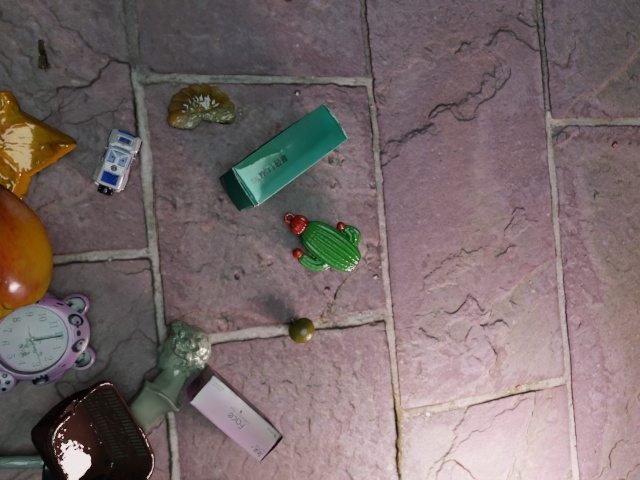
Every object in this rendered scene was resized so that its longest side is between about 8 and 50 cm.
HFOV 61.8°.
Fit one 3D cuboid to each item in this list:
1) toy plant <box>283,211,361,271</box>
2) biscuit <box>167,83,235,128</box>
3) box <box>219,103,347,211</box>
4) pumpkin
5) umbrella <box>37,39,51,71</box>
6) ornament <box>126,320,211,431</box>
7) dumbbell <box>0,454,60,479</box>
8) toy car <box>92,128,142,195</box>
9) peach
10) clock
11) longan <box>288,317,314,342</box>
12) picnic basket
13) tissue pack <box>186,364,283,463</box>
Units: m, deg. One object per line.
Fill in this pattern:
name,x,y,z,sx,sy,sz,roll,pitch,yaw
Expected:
toy plant,0.002,0.014,1.511,0.240,0.088,0.155,9,101,-12
biscuit,-0.319,-0.359,1.414,0.183,0.061,0.118,-14,93,-19
box,-0.104,-0.215,1.412,0.311,0.205,0.118,-39,100,-16
pumpkin,-0.765,-0.220,1.231,0.290,0.095,0.258,39,83,-19
umbrella,-0.680,-0.451,1.309,0.031,0.020,0.083,-10,93,20
ornament,-0.379,0.346,1.352,0.130,0.120,0.285,30,81,-19
dumbbell,-0.706,0.516,1.244,0.191,0.100,0.100,6,87,-18
toy car,-0.510,-0.194,1.337,0.080,0.070,0.171,21,82,-19
peach,-0.715,0.014,1.095,0.307,0.308,0.333,-21,87,-19
clock,-0.673,0.230,1.267,0.247,0.090,0.228,-7,92,-21
longan,-0.055,0.247,1.495,0.075,0.075,0.083,-38,98,-16
picnic basket,-0.533,0.490,1.236,0.222,0.129,0.297,-51,126,-56
tissue pack,-0.226,0.448,1.393,0.246,0.148,0.092,45,77,-12
